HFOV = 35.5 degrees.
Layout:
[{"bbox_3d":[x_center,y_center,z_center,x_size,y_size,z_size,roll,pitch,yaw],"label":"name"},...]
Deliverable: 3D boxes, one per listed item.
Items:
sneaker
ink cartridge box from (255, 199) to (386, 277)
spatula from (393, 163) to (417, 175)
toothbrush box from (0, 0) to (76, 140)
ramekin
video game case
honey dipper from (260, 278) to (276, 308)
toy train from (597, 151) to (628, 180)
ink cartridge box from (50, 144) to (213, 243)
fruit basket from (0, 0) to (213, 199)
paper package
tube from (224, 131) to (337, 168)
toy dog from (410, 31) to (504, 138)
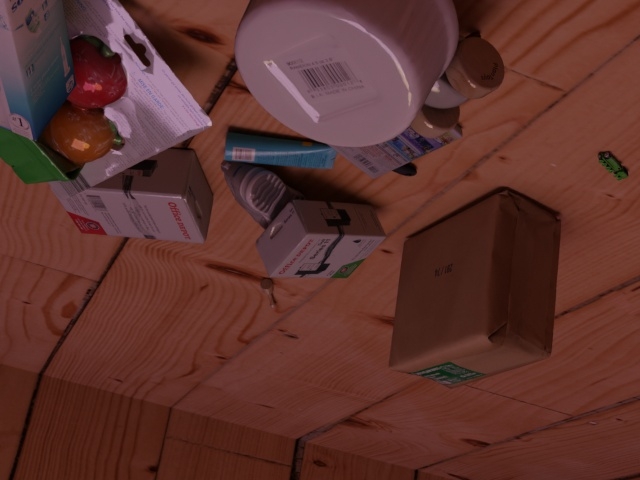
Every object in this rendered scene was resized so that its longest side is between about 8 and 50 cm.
[{"bbox_3d":[-0.109,-0.090,1.976,0.115,0.105,0.281,37,170,25],"label":"sneaker"},{"bbox_3d":[0.000,0.000,1.971,0.208,0.087,0.153,2,143,-40],"label":"ink cartridge box"},{"bbox_3d":[0.066,-0.174,1.777,0.296,0.030,0.084,28,150,-35],"label":"spatula"},{"bbox_3d":[-0.472,-0.303,1.369,0.216,0.126,0.295,22,148,6],"label":"toothbrush box"},{"bbox_3d":[0.025,-0.247,1.274,0.277,0.135,0.277,17,147,11],"label":"ramekin"},{"bbox_3d":[0.103,-0.195,1.692,0.193,0.023,0.212,-24,140,32],"label":"video game case"},{"bbox_3d":[-0.127,0.136,2.497,0.030,0.030,0.161,7,158,6],"label":"honey dipper"},{"bbox_3d":[0.508,-0.129,1.734,0.023,0.017,0.083,-24,140,34],"label":"toy train"},{"bbox_3d":[-0.368,-0.094,1.997,0.272,0.114,0.197,6,154,10],"label":"ink cartridge box"},{"bbox_3d":[-0.400,-0.250,1.628,0.353,0.165,0.327,-25,120,24],"label":"fruit basket"},{"bbox_3d":[0.299,0.108,1.960,0.168,0.310,0.325,22,153,-24],"label":"paper package"},{"bbox_3d":[-0.073,-0.162,1.837,0.207,0.052,0.080,6,160,-5],"label":"tube"},{"bbox_3d":[0.121,-0.303,1.406,0.220,0.161,0.334,-10,134,41],"label":"toy dog"}]
